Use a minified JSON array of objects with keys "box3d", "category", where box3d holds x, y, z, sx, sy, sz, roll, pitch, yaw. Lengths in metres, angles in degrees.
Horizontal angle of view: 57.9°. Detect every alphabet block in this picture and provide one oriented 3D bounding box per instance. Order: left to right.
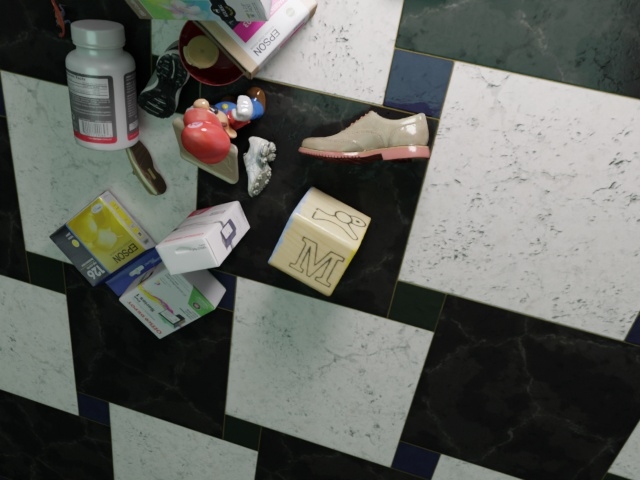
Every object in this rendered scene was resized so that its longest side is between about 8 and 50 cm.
[{"box3d":[0.000,0.000,1.612,0.197,0.192,0.193,29,125,1],"category":"alphabet block"}]

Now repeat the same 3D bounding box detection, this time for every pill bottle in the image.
[{"box3d":[-0.589,-0.419,1.565,0.176,0.176,0.318,13,121,10],"category":"pill bottle"}]

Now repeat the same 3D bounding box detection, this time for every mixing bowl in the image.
[{"box3d":[-0.256,-0.484,1.458,0.181,0.098,0.181,0,106,0],"category":"mixing bowl"}]

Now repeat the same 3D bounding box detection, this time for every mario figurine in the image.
[{"box3d":[-0.249,-0.320,1.429,0.170,0.320,0.198,36,122,-5],"category":"mario figurine"}]

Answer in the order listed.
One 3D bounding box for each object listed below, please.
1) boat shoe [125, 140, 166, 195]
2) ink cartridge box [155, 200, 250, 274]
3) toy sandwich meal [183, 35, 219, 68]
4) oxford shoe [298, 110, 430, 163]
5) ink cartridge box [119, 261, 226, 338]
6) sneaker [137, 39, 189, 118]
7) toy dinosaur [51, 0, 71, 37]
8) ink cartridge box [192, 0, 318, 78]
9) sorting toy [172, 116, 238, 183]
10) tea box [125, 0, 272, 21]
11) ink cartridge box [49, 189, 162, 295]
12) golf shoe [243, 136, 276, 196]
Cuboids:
[{"box3d":[-0.540,-0.215,1.733,0.072,0.068,0.190,-8,117,34],"category":"boat shoe"},{"box3d":[-0.336,-0.009,1.680,0.172,0.237,0.100,-11,114,23],"category":"ink cartridge box"},{"box3d":[-0.288,-0.454,1.402,0.086,0.029,0.085,-1,96,-6],"category":"toy sandwich meal"},{"box3d":[0.110,-0.265,1.493,0.348,0.123,0.130,2,92,18],"category":"oxford shoe"},{"box3d":[-0.486,0.177,1.895,0.278,0.117,0.201,-29,111,28],"category":"ink cartridge box"},{"box3d":[-0.409,-0.429,1.561,0.100,0.108,0.271,28,141,-21],"category":"sneaker"},{"box3d":[-0.710,-0.597,1.565,0.047,0.090,0.082,-16,69,14],"category":"toy dinosaur"},{"box3d":[-0.153,-0.535,1.355,0.193,0.088,0.234,43,88,-9],"category":"ink cartridge box"},{"box3d":[-0.312,-0.251,1.610,0.193,0.038,0.208,27,159,1],"category":"sorting toy"},{"box3d":[-0.259,-0.665,1.211,0.324,0.220,0.329,5,78,14],"category":"tea box"},{"box3d":[-0.702,0.030,1.918,0.304,0.072,0.307,-30,104,29],"category":"ink cartridge box"},{"box3d":[-0.184,-0.211,1.635,0.086,0.069,0.176,33,122,21],"category":"golf shoe"}]
